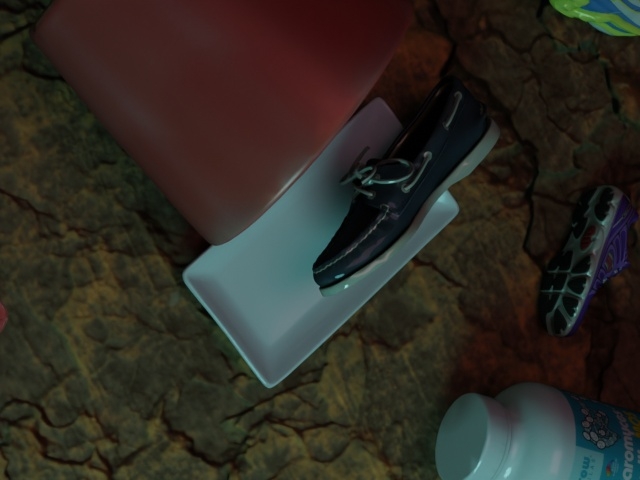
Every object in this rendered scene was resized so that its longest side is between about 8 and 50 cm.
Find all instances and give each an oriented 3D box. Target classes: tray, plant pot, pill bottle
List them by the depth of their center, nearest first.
[{"bbox_3d":[-0.097,-0.175,1.500,0.243,0.275,0.275,39,73,-10],"label":"plant pot"},{"bbox_3d":[0.000,0.000,1.658,0.270,0.030,0.145,-43,108,-20],"label":"tray"},{"bbox_3d":[0.246,0.225,1.713,0.264,0.146,0.146,17,82,-25],"label":"pill bottle"}]

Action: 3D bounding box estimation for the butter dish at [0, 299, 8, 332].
[{"bbox_3d":[-0.346,0.070,1.437,0.160,0.118,0.160,46,72,-18],"label":"butter dish"}]

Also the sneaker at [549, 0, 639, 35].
[{"bbox_3d":[0.297,-0.264,1.752,0.240,0.126,0.091,9,86,-26],"label":"sneaker"}]

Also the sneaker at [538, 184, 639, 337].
[{"bbox_3d":[0.282,0.027,1.779,0.071,0.068,0.170,35,74,-28],"label":"sneaker"}]

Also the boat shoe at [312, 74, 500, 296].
[{"bbox_3d":[0.070,-0.053,1.623,0.254,0.095,0.079,-46,110,-21],"label":"boat shoe"}]
